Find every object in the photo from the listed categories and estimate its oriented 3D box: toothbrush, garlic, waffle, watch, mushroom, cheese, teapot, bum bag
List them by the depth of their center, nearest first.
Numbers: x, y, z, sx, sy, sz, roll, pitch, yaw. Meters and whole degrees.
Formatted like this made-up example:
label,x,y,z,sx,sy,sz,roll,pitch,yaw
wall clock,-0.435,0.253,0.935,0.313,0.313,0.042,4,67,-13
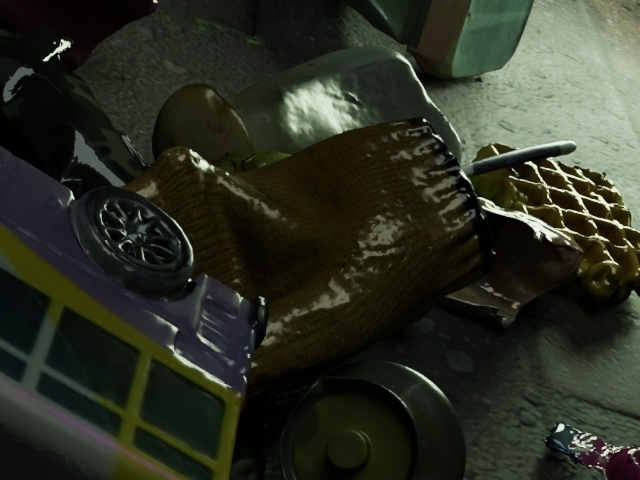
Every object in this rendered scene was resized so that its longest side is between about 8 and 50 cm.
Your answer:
label,x,y,z,sx,sy,sz,roll,pitch,yaw
teapot,0.037,0.161,1.064,0.119,0.130,0.166,35,34,-73
bum bag,-0.199,-0.064,1.266,0.144,0.095,0.340,0,47,-50
cheese,0.252,0.189,1.279,0.145,0.038,0.095,28,27,15
garlic,0.154,0.004,1.442,0.174,0.099,0.124,23,23,-2
mushroom,-0.008,-0.099,1.451,0.159,0.122,0.328,33,29,28
toothbrush,0.159,-0.073,1.539,0.288,0.026,0.024,-15,6,-43
waffle,0.248,-0.010,1.581,0.160,0.055,0.211,14,32,-22
watch,0.128,-0.319,1.897,0.241,0.162,0.253,33,28,26

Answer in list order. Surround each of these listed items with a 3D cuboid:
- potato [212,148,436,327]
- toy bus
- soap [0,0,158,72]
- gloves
label,x,y,z,sx,sy,sz,roll,pitch,yaw
potato,0.000,0.000,1.305,0.225,0.117,0.090,28,36,-13
toy bus,-0.269,0.044,0.840,0.440,0.209,0.249,33,29,-16
soap,-0.320,-0.338,1.417,0.359,0.128,0.233,40,16,-46
gloves,-0.042,0.026,1.128,0.356,0.155,0.203,-16,58,-24
